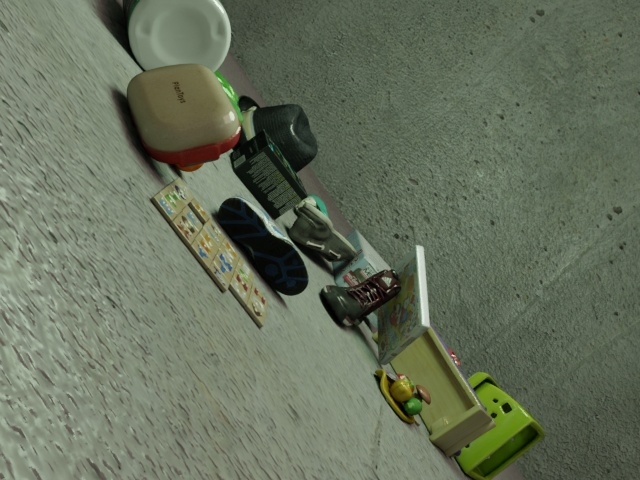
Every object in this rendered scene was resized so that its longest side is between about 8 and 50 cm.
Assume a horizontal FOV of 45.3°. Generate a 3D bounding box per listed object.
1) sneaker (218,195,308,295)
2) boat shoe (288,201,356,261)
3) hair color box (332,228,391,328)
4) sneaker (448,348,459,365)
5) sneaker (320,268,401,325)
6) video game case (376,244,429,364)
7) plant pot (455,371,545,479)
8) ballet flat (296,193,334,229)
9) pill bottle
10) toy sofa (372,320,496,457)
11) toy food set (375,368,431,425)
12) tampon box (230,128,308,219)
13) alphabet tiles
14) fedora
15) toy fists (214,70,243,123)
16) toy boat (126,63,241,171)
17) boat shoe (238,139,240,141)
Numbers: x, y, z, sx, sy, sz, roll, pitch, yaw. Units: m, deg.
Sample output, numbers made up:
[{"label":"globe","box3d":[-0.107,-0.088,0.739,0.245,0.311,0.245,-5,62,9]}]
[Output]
[{"label":"sneaker","box3d":[-0.090,0.003,1.318,0.211,0.080,0.081,54,9,-15]},{"label":"boat shoe","box3d":[0.000,0.000,1.986,0.112,0.095,0.335,38,-3,26]},{"label":"hair color box","box3d":[0.134,0.104,2.242,0.185,0.113,0.374,48,7,-10]},{"label":"sneaker","box3d":[0.298,0.329,2.188,0.270,0.145,0.090,54,6,-3]},{"label":"sneaker","box3d":[0.104,0.115,1.783,0.106,0.162,0.281,56,6,11]},{"label":"video game case","box3d":[0.193,0.156,1.845,0.026,0.206,0.227,16,51,-19]},{"label":"plant pot","box3d":[0.446,0.499,2.087,0.207,0.227,0.228,52,4,35]},{"label":"ballet flat","box3d":[-0.022,-0.072,2.201,0.087,0.083,0.247,41,14,-43]},{"label":"pill bottle","box3d":[-0.316,-0.488,1.640,0.204,0.204,0.361,50,8,-34]},{"label":"toy sofa","box3d":[0.295,0.363,1.972,0.177,0.150,0.362,46,11,-47]},{"label":"toy food set","box3d":[0.194,0.337,1.715,0.128,0.071,0.218,58,7,26]},{"label":"tampon box","box3d":[-0.121,-0.154,1.799,0.161,0.101,0.120,52,7,-27]},{"label":"alphabet tiles","box3d":[-0.152,0.017,1.115,0.237,0.009,0.198,53,6,-10]},{"label":"fedora","box3d":[-0.098,-0.268,2.048,0.334,0.152,0.334,-20,90,-77]},{"label":"toy fists","box3d":[-0.253,-0.323,1.764,0.142,0.096,0.279,40,14,-29]},{"label":"toy boat","box3d":[-0.215,-0.175,1.209,0.151,0.151,0.231,91,-21,-43]},{"label":"boat shoe","box3d":[-0.216,-0.290,2.077,0.043,0.049,0.137,-40,112,-47]}]
